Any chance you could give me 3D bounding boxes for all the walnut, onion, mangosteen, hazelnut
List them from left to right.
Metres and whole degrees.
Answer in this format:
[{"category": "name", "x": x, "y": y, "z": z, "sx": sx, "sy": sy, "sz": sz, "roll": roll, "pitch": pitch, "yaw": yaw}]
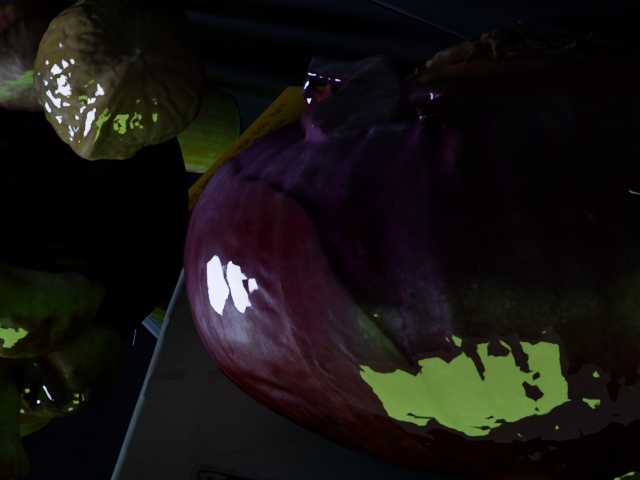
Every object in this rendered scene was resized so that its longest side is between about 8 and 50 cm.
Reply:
[{"category": "mangosteen", "x": -0.253, "y": -0.012, "z": 1.225, "sx": 0.330, "sy": 0.330, "sz": 0.330, "roll": 9, "pitch": -179, "yaw": 0}, {"category": "hazelnut", "x": -0.195, "y": -0.126, "z": 1.092, "sx": 0.086, "sy": 0.086, "sz": 0.086, "roll": 9, "pitch": -179, "yaw": 0}, {"category": "walnut", "x": -0.118, "y": -0.098, "z": 0.964, "sx": 0.105, "sy": 0.105, "sz": 0.124, "roll": 9, "pitch": 173, "yaw": -12}, {"category": "onion", "x": 0.111, "y": 0.036, "z": 0.805, "sx": 0.347, "sy": 0.285, "sz": 0.347, "roll": -9, "pitch": 178, "yaw": 0}]

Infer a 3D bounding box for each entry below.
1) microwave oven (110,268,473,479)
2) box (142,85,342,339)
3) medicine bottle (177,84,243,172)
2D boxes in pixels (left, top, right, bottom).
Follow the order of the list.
[{"category": "microwave oven", "x": 0.075, "y": 0.210, "z": 0.955, "sx": 0.394, "sy": 0.247, "sz": 0.333, "roll": 11, "pitch": -144, "yaw": 1}, {"category": "box", "x": 0.001, "y": 0.000, "z": 1.303, "sx": 0.116, "sy": 0.264, "sz": 0.415, "roll": 49, "pitch": 168, "yaw": -19}, {"category": "medicine bottle", "x": -0.241, "y": -0.126, "z": 1.510, "sx": 0.108, "sy": 0.108, "sz": 0.426, "roll": 10, "pitch": -177, "yaw": 39}]
